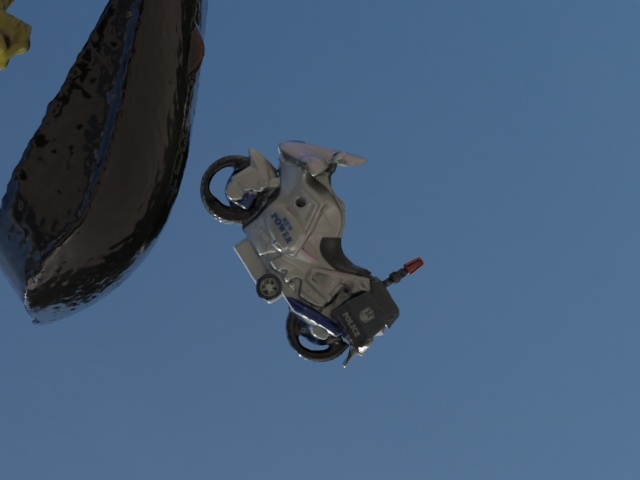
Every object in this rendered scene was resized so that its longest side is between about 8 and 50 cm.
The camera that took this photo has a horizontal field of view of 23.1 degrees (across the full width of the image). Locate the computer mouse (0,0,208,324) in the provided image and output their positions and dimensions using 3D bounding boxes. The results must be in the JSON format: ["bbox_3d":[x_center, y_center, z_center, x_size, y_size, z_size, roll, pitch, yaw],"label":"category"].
[{"bbox_3d":[-0.136,-0.068,1.128,0.295,0.087,0.168,-65,-12,2],"label":"computer mouse"}]

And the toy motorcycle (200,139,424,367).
[{"bbox_3d":[0.000,0.000,1.416,0.150,0.102,0.221,-31,-85,-4],"label":"toy motorcycle"}]

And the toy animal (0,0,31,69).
[{"bbox_3d":[-0.196,-0.201,0.867,0.136,0.073,0.181,-61,-35,-40],"label":"toy animal"}]
